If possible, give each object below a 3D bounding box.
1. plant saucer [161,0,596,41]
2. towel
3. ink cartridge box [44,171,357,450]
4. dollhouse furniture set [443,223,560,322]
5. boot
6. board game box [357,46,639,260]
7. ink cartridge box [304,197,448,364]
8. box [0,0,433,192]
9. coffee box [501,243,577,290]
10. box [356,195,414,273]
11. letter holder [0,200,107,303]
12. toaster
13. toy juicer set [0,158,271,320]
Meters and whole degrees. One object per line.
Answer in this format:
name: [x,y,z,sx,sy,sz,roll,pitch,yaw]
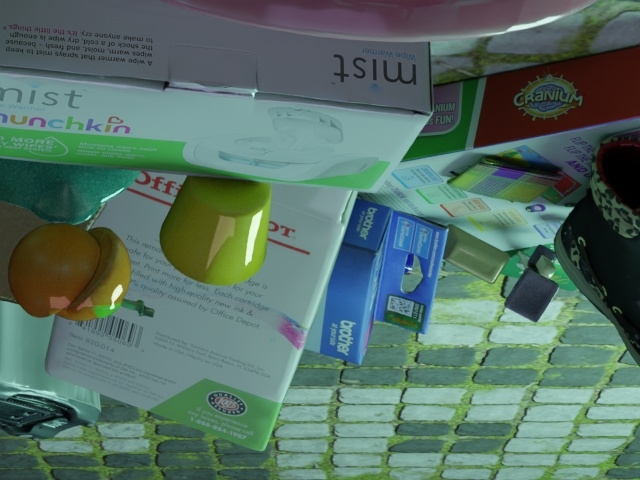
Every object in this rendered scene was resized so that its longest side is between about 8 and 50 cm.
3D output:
plant saucer: [0.004,-0.213,0.928,0.332,0.332,0.084,3,124,-10]
towel: [0.153,-0.050,1.510,0.083,0.009,0.060,10,157,-23]
ink cartridge box: [-0.087,-0.010,1.467,0.207,0.119,0.353,20,133,0]
dollhouse furniture set: [0.165,-0.001,1.639,0.114,0.091,0.081,27,-165,-10]
boot: [0.289,0.033,1.477,0.085,0.236,0.178,-38,160,-17]
board game box: [0.200,-0.069,1.565,0.317,0.064,0.242,-9,157,21]
ink cartridge box: [-0.050,0.016,1.620,0.311,0.065,0.186,14,145,4]
box: [-0.074,-0.164,1.088,0.262,0.231,0.127,4,158,-14]
coffee box: [0.257,-0.004,1.767,0.113,0.040,0.184,12,155,-27]
box: [0.000,0.000,1.729,0.137,0.072,0.126,13,155,-32]
letter holder: [-0.289,-0.102,1.249,0.302,0.152,0.214,15,125,-40]
toaster: [-0.335,0.118,1.921,0.129,0.146,0.227,-19,153,38]
toy juicer set: [-0.202,-0.061,1.147,0.209,0.329,0.089,-32,155,-36]
